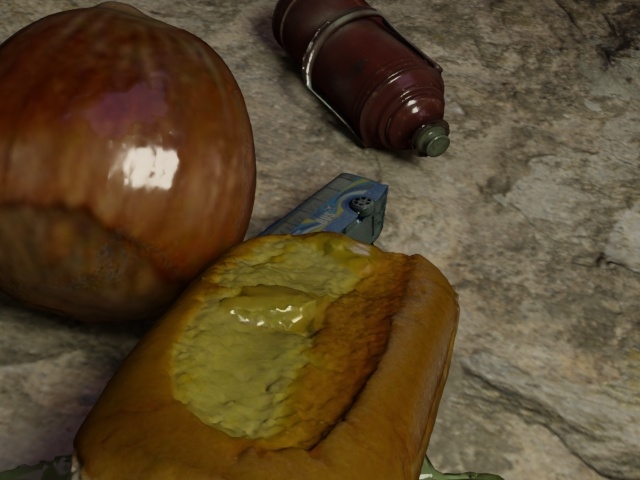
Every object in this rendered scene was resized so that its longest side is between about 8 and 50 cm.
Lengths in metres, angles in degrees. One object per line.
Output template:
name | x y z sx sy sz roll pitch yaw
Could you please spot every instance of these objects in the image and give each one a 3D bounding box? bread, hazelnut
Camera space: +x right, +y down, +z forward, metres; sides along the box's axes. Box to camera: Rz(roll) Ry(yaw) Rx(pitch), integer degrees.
bread | -0.016 0.087 0.505 0.152 0.119 0.288 13 24 10
hazelnut | -0.144 -0.051 0.651 0.214 0.214 0.176 14 -4 -3

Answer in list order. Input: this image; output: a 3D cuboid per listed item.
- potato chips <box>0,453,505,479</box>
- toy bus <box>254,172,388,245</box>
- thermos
potato chips | -0.033 0.220 0.461 0.429 0.070 0.358 -1 36 -26
toy bus | 0.000 0.000 0.760 0.061 0.051 0.153 20 36 26
thermos | 0.050 -0.153 0.936 0.124 0.099 0.232 33 16 -53
